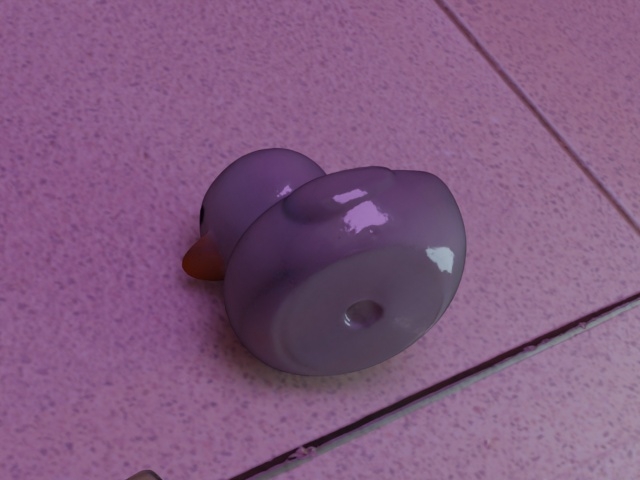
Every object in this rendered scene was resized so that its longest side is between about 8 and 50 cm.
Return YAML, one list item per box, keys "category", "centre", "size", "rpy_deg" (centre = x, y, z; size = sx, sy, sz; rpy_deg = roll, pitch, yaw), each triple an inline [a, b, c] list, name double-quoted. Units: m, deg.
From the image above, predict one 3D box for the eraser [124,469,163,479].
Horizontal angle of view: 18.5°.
- category: "eraser"
  centre: [-0.167, 0.261, 1.521]
  size: [0.172, 0.058, 0.117]
  rpy_deg: [-26, 67, -42]

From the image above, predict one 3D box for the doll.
- category: "doll"
  centre: [0.000, 0.000, 1.760]
  size: [0.251, 0.221, 0.221]
  rpy_deg: [-19, 56, -1]
